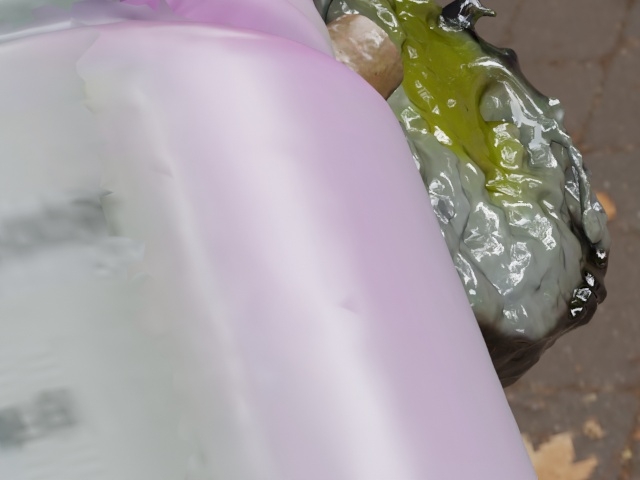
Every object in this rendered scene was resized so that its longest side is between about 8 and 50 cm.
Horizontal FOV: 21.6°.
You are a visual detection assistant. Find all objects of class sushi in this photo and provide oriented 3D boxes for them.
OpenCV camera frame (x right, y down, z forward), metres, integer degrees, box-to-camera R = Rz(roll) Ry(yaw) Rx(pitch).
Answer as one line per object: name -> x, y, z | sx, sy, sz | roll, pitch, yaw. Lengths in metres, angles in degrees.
sushi -> 0.001, 0.000, 1.070 | 0.294, 0.299, 0.281 | -37, 14, 31

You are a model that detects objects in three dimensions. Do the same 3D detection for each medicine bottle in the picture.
medicine bottle -> -0.058, 0.058, 0.484 | 0.219, 0.219, 0.388 | -19, 63, 0

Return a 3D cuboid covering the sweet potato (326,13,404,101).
sweet potato -> -0.063, -0.013, 0.793 | 0.059, 0.067, 0.281 | 42, 65, 9
